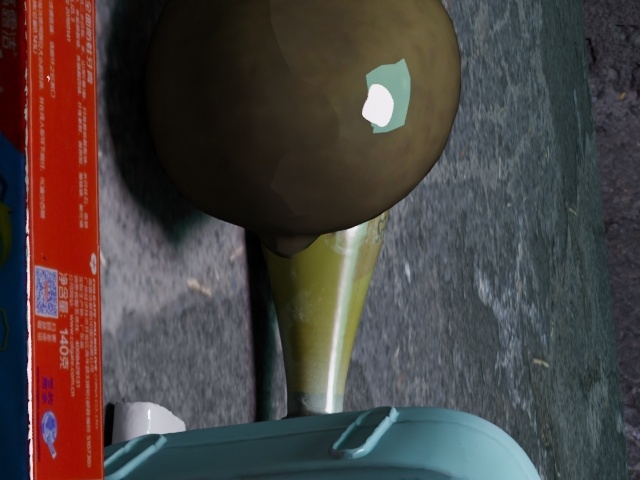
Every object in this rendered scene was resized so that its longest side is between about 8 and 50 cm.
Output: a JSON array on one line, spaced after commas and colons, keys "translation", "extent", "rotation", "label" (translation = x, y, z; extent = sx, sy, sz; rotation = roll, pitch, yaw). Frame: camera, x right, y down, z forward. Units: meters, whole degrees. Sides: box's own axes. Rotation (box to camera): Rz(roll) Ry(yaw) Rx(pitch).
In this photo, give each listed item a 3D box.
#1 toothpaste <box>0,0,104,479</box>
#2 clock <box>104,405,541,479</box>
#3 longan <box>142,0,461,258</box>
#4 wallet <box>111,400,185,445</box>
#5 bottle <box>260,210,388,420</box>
[{"translation": [-0.124, 0.038, 0.583], "extent": [0.066, 0.076, 0.321], "rotation": [24, 64, -71], "label": "toothpaste"}, {"translation": [-0.003, 0.209, 0.653], "extent": [0.094, 0.223, 0.274], "rotation": [-32, 110, -70], "label": "clock"}, {"translation": [-0.009, -0.080, 0.842], "extent": [0.189, 0.189, 0.189], "rotation": [-4, 90, -73], "label": "longan"}, {"translation": [-0.084, 0.141, 0.770], "extent": [0.061, 0.025, 0.122], "rotation": [44, 44, -62], "label": "wallet"}, {"translation": [0.000, 0.000, 0.983], "extent": [0.083, 0.083, 0.270], "rotation": [32, 58, -69], "label": "bottle"}]
